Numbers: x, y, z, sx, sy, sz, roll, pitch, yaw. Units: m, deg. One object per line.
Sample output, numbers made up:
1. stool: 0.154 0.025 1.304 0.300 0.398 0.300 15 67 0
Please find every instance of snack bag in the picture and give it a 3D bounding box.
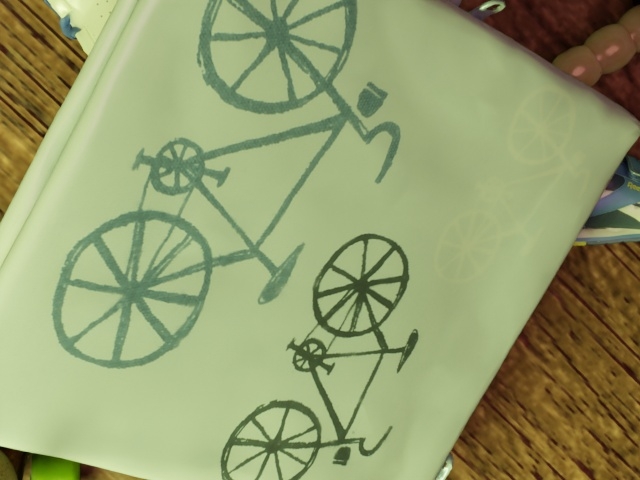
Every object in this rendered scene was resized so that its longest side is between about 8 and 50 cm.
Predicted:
1. snack bag: 0.000 0.000 0.758 0.343 0.037 0.323 22 101 -34

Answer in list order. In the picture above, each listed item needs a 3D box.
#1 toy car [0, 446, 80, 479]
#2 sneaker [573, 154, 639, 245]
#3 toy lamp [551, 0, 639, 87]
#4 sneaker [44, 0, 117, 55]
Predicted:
1. toy car: -0.212 0.123 0.761 0.155 0.188 0.148 -1 99 -10
2. sneaker: 0.199 -0.030 0.877 0.144 0.053 0.059 -4 97 -10
3. toy lamp: 0.151 -0.100 0.847 0.275 0.080 0.080 -32 103 -1
4. sneaker: -0.152 -0.178 0.768 0.182 0.127 0.315 -16 99 1
